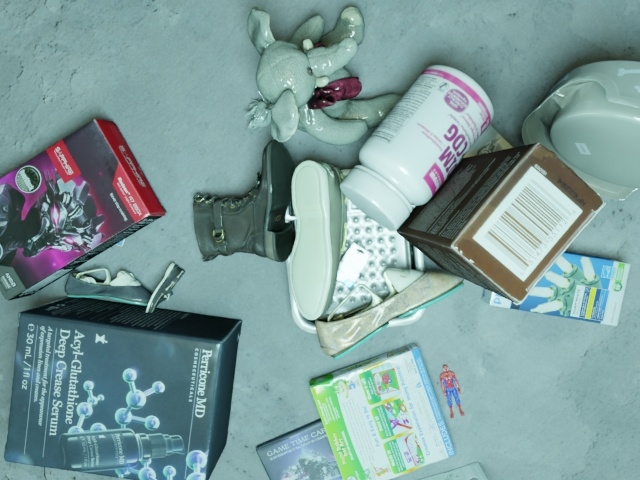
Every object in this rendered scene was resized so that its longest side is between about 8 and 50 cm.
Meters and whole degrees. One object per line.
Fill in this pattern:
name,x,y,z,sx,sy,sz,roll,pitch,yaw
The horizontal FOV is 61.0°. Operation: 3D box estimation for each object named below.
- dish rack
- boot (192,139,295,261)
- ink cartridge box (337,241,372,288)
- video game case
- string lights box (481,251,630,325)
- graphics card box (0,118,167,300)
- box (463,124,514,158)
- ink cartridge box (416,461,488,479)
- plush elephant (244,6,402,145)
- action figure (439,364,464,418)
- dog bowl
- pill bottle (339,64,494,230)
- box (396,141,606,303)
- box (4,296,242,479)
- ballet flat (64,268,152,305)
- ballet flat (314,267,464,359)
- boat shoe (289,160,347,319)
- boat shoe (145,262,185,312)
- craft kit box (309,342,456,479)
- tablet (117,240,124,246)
dish rack,0.068,0.019,1.144,0.285,0.072,0.333,-6,93,2
boot,-0.170,-0.074,1.107,0.229,0.091,0.263,7,100,29
ink cartridge box,0.063,0.049,1.098,0.048,0.028,0.083,32,96,-1
video game case,0.001,0.544,1.205,0.196,0.026,0.274,-24,92,4
string lights box,0.482,0.086,1.128,0.260,0.077,0.133,9,95,2
graphics card box,-0.549,-0.063,1.150,0.371,0.094,0.233,-29,91,6
box,0.280,-0.173,1.129,0.231,0.056,0.183,44,95,-1
ink cartridge box,0.241,0.553,1.113,0.232,0.189,0.066,-14,94,3
plush elephant,-0.017,-0.310,1.028,0.330,0.255,0.272,-20,88,6
action figure,0.284,0.326,1.178,0.038,0.030,0.115,-15,91,8
dog bowl,0.554,-0.190,0.986,0.349,0.349,0.102,29,81,0
pill bottle,0.174,-0.167,1.006,0.160,0.160,0.283,39,85,-1
box,0.269,-0.036,0.914,0.143,0.381,0.191,39,92,-7
box,-0.387,0.296,1.112,0.395,0.212,0.293,7,93,1
ballet flat,-0.452,0.097,1.173,0.203,0.074,0.074,6,94,4
ballet flat,0.126,0.118,1.067,0.316,0.107,0.106,-30,86,3
boat shoe,0.003,0.000,1.058,0.109,0.091,0.305,4,95,41
boat shoe,-0.330,0.105,1.156,0.038,0.046,0.125,30,50,-11
craft kit box,0.131,0.380,1.162,0.247,0.061,0.250,-19,92,-5
tablet,-0.446,-0.034,1.194,0.054,0.006,0.083,22,94,1
